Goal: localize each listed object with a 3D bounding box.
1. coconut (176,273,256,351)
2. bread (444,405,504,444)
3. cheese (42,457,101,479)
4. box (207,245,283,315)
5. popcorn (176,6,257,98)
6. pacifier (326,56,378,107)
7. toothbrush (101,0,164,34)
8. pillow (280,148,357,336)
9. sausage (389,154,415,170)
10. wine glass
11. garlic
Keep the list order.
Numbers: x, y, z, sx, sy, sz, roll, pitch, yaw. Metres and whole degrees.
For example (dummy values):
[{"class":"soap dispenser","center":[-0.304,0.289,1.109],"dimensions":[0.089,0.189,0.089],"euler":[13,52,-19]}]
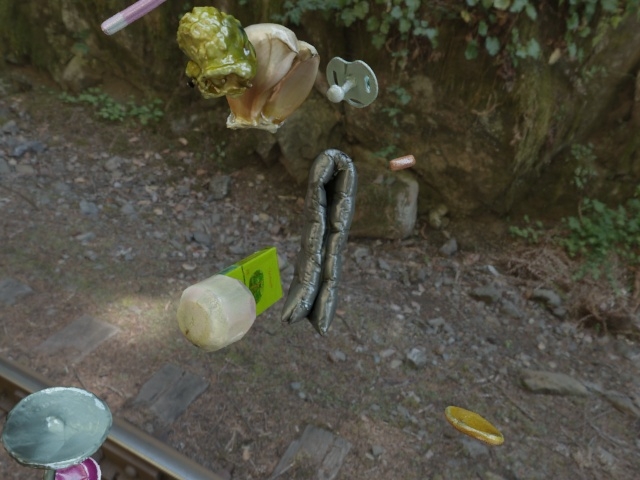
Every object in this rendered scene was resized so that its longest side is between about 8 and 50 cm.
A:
[{"class":"coconut","center":[-0.230,0.165,1.112],"dimensions":[0.170,0.171,0.182],"euler":[25,21,27]},{"class":"bread","center":[0.275,0.331,0.865],"dimensions":[0.109,0.025,0.110],"euler":[23,4,-2]},{"class":"cheese","center":[-0.692,0.709,1.362],"dimensions":[0.155,0.062,0.244],"euler":[-16,55,-38]},{"class":"box","center":[-0.227,0.152,1.530],"dimensions":[0.047,0.187,0.335],"euler":[0,15,26]},{"class":"popcorn","center":[-0.242,-0.429,1.124],"dimensions":[0.169,0.189,0.218],"euler":[-16,-6,14]},{"class":"pacifier","center":[0.059,-0.352,1.117],"dimensions":[0.150,0.127,0.116],"euler":[27,58,30]},{"class":"toothbrush","center":[-0.173,-0.361,0.655],"dimensions":[0.286,0.025,0.020],"euler":[-37,67,-6]},{"class":"pillow","center":[0.000,0.000,0.930],"dimensions":[0.101,0.327,0.228],"euler":[12,1,-4]},{"class":"sausage","center":[0.237,-0.225,1.400],"dimensions":[0.083,0.034,0.034],"euler":[-19,39,-23]},{"class":"wine glass","center":[-0.607,0.541,1.073],"dimensions":[0.266,0.407,0.267],"euler":[17,23,-8]},{"class":"garlic","center":[-0.139,-0.463,1.360],"dimensions":[0.285,0.313,0.250],"euler":[12,41,-23]}]
